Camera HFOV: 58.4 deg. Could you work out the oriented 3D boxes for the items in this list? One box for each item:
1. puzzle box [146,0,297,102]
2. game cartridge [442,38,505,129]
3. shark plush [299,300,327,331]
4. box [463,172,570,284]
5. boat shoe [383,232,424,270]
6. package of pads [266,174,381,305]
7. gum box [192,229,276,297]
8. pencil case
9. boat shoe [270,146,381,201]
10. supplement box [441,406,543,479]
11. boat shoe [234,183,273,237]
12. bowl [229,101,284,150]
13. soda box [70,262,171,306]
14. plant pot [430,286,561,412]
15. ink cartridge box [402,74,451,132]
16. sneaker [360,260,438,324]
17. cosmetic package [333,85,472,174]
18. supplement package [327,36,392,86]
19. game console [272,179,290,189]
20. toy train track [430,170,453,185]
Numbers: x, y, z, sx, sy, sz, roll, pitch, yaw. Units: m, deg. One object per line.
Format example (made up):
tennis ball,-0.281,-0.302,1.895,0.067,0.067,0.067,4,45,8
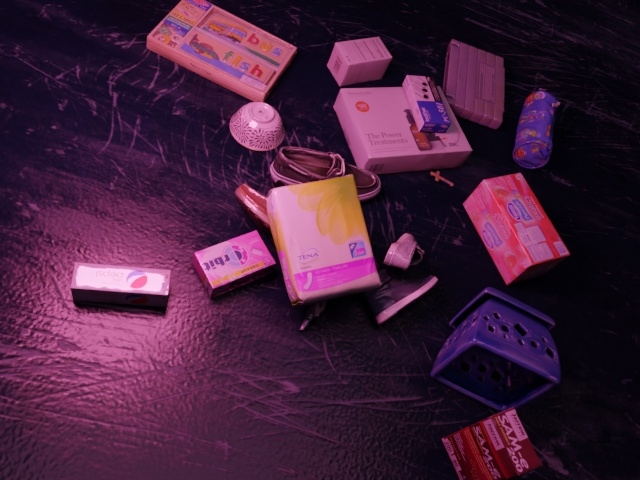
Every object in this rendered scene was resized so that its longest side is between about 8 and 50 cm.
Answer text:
puzzle box,-0.308,-0.621,1.844,0.409,0.052,0.272,26,55,-1
game cartridge,0.561,-0.571,2.093,0.230,0.068,0.355,20,56,-10
shark plush,-0.019,0.162,1.488,0.067,0.073,0.161,14,76,14
box,0.582,-0.036,1.727,0.154,0.142,0.300,-12,64,-24
boat shoe,0.236,0.039,1.558,0.081,0.079,0.227,27,18,15
package of pads,0.000,0.000,1.422,0.229,0.101,0.297,-11,81,-19
gum box,-0.216,0.057,1.461,0.188,0.062,0.107,-22,69,-27
pencil case,0.760,-0.392,2.007,0.119,0.133,0.306,45,51,-29
boat shoe,0.026,-0.191,1.653,0.335,0.119,0.121,6,59,-14
supplement box,0.379,0.476,1.296,0.073,0.239,0.130,-12,64,-24
boat shoe,-0.081,-0.052,1.525,0.324,0.123,0.116,38,78,-5
bowl,-0.182,-0.358,1.711,0.170,0.080,0.170,8,59,-13
soda box,-0.465,0.105,1.345,0.216,0.074,0.069,5,59,-15
plant pot,0.448,0.269,1.455,0.236,0.236,0.212,26,50,-1
ink cartridge box,0.338,-0.438,1.834,0.097,0.046,0.207,-2,60,-18
sneaker,0.201,0.106,1.553,0.226,0.086,0.163,-26,73,-29
cosmetic package,0.263,-0.362,1.850,0.377,0.097,0.284,-8,60,-22
supplement package,0.132,-0.608,1.946,0.179,0.105,0.105,-17,67,-26
game console,-0.097,-0.089,1.585,0.122,0.107,0.071,32,28,2
toy train track,0.388,-0.195,1.838,0.083,0.014,0.048,27,48,-8
